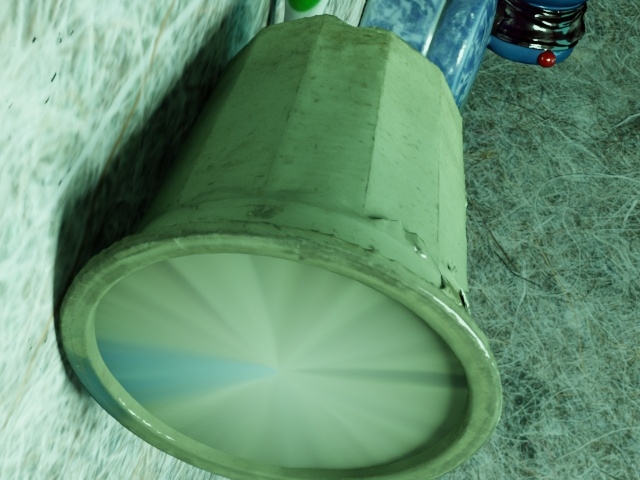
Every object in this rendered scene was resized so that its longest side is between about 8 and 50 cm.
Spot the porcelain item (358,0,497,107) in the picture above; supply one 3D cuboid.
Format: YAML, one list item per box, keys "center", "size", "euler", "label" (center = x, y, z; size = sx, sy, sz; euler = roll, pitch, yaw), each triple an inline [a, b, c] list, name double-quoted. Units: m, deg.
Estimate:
- center: [0.103, -0.197, 1.020]
  size: [0.147, 0.114, 0.147]
  euler: [19, 90, -81]
  label: "porcelain item"

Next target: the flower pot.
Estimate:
- center: [0.000, 0.000, 0.560]
  size: [0.212, 0.212, 0.203]
  euler: [100, 5, -48]
  label: "flower pot"

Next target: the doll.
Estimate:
- center: [0.353, -0.438, 1.648]
  size: [0.240, 0.284, 0.310]
  euler: [-126, -145, -46]
  label: "doll"

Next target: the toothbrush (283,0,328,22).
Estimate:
- center: [-0.001, -0.174, 0.644]
  size: [0.040, 0.042, 0.418]
  euler: [-47, 155, -46]
  label: "toothbrush"
